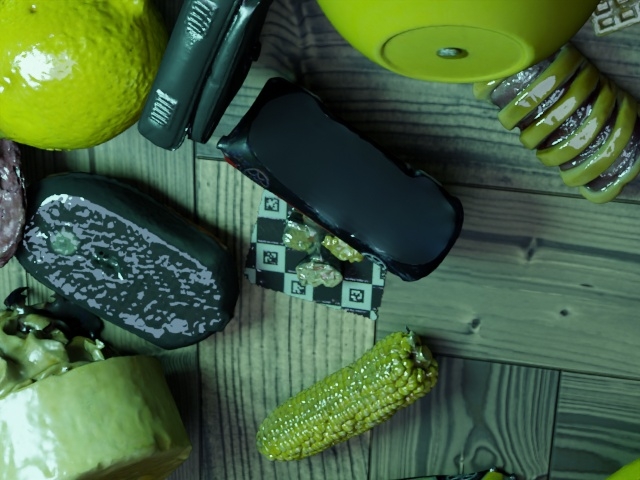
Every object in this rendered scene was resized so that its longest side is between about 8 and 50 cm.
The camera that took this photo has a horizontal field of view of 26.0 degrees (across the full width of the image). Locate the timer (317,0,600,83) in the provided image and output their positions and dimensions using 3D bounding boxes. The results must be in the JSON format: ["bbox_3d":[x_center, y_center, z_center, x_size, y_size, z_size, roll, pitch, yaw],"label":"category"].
[{"bbox_3d":[0.144,-0.372,1.462,0.376,0.376,0.386,-1,72,14],"label":"timer"}]

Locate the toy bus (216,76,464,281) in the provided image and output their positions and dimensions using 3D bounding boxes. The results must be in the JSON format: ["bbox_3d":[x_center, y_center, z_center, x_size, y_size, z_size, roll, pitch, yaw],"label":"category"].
[{"bbox_3d":[0.029,-0.074,1.697,0.303,0.147,0.127,34,90,-1],"label":"toy bus"}]

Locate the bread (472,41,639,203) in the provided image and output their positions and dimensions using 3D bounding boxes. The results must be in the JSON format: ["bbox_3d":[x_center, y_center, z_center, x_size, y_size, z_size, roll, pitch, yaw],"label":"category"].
[{"bbox_3d":[0.294,-0.148,1.647,0.225,0.081,0.134,40,116,-6],"label":"bread"}]

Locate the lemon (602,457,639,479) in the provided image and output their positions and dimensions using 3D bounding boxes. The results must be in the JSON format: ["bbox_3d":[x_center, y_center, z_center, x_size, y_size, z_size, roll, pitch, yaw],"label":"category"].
[{"bbox_3d":[0.470,0.431,1.745,0.348,0.348,0.348,5,116,11],"label":"lemon"}]

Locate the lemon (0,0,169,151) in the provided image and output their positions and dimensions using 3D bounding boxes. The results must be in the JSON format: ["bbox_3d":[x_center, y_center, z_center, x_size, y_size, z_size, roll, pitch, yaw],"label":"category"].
[{"bbox_3d":[-0.296,-0.225,1.670,0.254,0.228,0.228,-24,107,15],"label":"lemon"}]

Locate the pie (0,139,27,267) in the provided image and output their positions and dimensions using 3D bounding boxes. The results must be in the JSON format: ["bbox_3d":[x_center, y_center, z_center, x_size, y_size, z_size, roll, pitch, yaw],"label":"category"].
[{"bbox_3d":[-0.452,-0.069,1.816,0.219,0.054,0.204,15,102,49],"label":"pie"}]

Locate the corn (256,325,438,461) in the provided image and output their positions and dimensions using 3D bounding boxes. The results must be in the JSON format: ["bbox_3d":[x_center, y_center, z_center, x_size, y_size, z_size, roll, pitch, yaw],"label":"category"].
[{"bbox_3d":[0.031,0.220,1.874,0.292,0.101,0.101,-32,104,23],"label":"corn"}]

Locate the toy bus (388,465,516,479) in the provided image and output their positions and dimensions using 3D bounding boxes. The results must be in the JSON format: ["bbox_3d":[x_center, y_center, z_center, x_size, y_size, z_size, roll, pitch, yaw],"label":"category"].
[{"bbox_3d":[0.105,0.438,1.924,0.386,0.162,0.171,-11,110,18],"label":"toy bus"}]

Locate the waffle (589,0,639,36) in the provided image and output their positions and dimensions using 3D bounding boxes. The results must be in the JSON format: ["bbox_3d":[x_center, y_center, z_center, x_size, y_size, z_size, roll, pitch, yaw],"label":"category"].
[{"bbox_3d":[0.366,-0.295,1.596,0.135,0.021,0.092,-18,111,19],"label":"waffle"}]

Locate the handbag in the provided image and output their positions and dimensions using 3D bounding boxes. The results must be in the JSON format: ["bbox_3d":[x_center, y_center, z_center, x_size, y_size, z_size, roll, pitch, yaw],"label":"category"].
[{"bbox_3d":[-0.100,-0.250,1.579,0.088,0.244,0.275,27,132,2],"label":"handbag"}]

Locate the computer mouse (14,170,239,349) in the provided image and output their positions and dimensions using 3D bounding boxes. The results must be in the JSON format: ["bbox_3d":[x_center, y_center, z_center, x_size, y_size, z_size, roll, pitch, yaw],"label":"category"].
[{"bbox_3d":[-0.256,0.020,1.839,0.323,0.116,0.183,30,116,-6],"label":"computer mouse"}]

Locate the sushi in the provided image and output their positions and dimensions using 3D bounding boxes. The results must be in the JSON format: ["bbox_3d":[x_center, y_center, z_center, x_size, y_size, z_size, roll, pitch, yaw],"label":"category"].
[{"bbox_3d":[0.000,0.000,1.810,0.193,0.040,0.210,16,117,6],"label":"sushi"}]

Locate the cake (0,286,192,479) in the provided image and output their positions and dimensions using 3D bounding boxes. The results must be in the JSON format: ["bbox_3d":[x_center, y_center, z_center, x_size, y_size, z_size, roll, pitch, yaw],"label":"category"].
[{"bbox_3d":[-0.370,0.206,1.879,0.332,0.332,0.321,-32,73,24],"label":"cake"}]
